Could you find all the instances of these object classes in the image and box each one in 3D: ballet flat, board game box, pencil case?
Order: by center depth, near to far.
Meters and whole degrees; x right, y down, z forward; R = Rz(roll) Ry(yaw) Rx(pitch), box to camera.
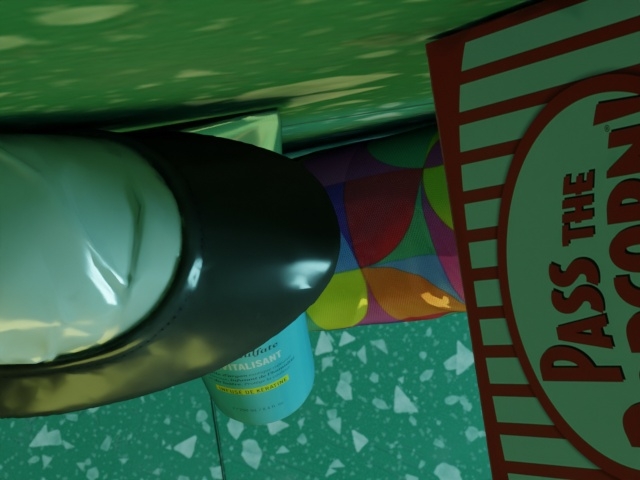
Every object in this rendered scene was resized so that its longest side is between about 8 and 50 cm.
[{"bbox_3d":[0.105,0.005,0.334,0.045,0.147,0.193,-9,179,-29],"label":"board game box"},{"bbox_3d":[-0.132,0.013,0.467,0.280,0.095,0.096,-9,167,-1],"label":"ballet flat"},{"bbox_3d":[0.000,0.000,0.731,0.236,0.105,0.104,-8,180,30],"label":"pencil case"}]

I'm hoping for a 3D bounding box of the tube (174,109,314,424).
[{"bbox_3d":[-0.041,0.012,0.614,0.080,0.052,0.207,-13,147,1],"label":"tube"}]
